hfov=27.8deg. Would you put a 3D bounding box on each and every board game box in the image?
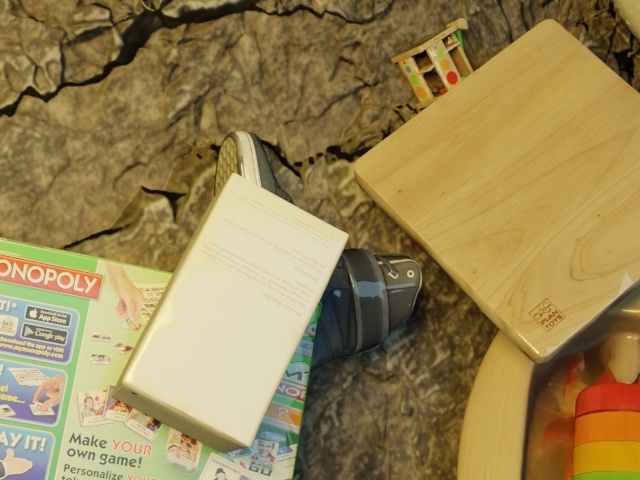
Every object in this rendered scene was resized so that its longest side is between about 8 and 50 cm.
[{"bbox_3d":[-0.170,0.124,1.024,0.317,0.046,0.213,13,76,-13],"label":"board game box"}]

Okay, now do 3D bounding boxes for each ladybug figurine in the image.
[{"bbox_3d":[0.283,0.229,1.211,0.305,0.162,0.449,7,63,14],"label":"ladybug figurine"}]

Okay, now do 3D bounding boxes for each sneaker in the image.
[{"bbox_3d":[-0.001,0.000,1.153,0.163,0.086,0.226,-15,101,-20],"label":"sneaker"}]

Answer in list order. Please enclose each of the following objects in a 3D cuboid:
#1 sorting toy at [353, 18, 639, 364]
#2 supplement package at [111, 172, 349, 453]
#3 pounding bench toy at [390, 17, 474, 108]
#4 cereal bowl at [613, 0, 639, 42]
[{"bbox_3d":[0.208,-0.040,1.218,0.257,0.089,0.255,-37,68,-15],"label":"sorting toy"},{"bbox_3d":[-0.070,0.058,0.984,0.105,0.105,0.179,29,73,-8],"label":"supplement package"},{"bbox_3d":[0.127,-0.175,1.280,0.083,0.052,0.065,-36,102,-29],"label":"pounding bench toy"},{"bbox_3d":[0.431,-0.323,1.428,0.339,0.141,0.339,5,81,-30],"label":"cereal bowl"}]
